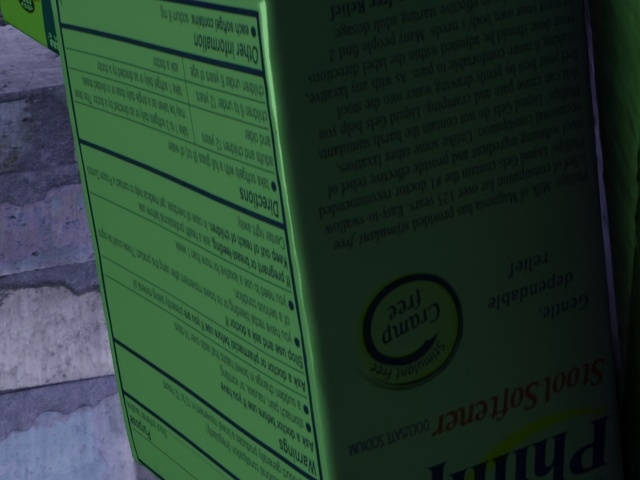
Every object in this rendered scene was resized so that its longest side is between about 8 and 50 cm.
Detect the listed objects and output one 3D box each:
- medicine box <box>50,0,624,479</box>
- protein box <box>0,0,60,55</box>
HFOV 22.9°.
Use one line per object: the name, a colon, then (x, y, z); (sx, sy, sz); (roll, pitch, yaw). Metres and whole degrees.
medicine box: (0.000, 0.000, 0.755); (0.263, 0.149, 0.289); (23, 125, 60)
protein box: (-0.077, -0.221, 0.920); (0.136, 0.201, 0.200); (32, 141, 28)
